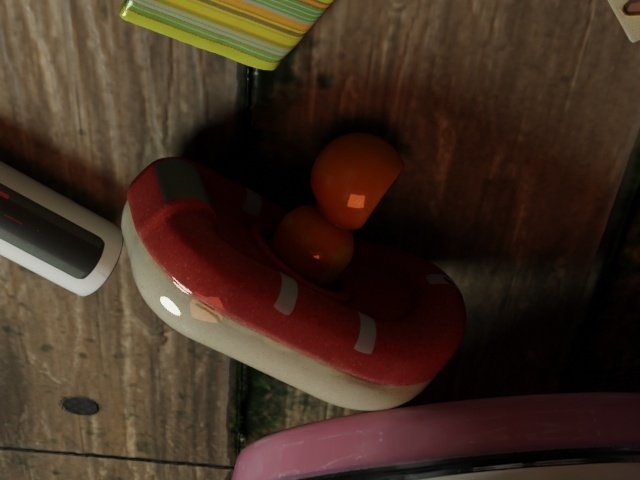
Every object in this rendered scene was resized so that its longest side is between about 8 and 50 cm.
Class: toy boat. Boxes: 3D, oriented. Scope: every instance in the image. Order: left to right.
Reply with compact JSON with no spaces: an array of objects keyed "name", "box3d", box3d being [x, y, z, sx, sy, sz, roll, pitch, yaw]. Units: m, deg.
[{"name":"toy boat","box3d":[0.000,0.000,0.984,0.231,0.151,0.151,27,110,-28]}]

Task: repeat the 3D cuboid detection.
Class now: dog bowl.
[{"name":"dog bowl","box3d":[0.113,0.208,1.128,0.408,0.150,0.408,-5,166,-1]}]

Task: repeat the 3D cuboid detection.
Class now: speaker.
[{"name":"speaker","box3d":[-0.199,-0.016,1.029,0.136,0.055,0.055,32,136,-31]}]

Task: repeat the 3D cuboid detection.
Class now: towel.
[{"name":"towel","box3d":[-0.011,-0.174,0.821,0.102,0.021,0.237,17,142,-26]}]

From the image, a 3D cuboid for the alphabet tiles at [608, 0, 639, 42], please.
[{"name":"alphabet tiles","box3d":[0.147,-0.201,0.719,0.198,0.009,0.237,-21,124,25]}]
